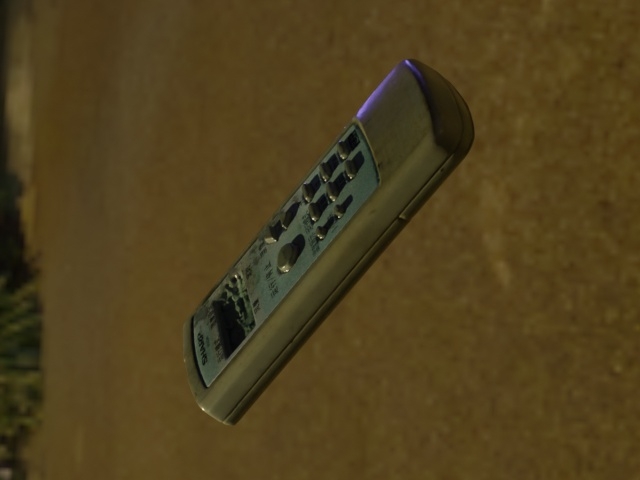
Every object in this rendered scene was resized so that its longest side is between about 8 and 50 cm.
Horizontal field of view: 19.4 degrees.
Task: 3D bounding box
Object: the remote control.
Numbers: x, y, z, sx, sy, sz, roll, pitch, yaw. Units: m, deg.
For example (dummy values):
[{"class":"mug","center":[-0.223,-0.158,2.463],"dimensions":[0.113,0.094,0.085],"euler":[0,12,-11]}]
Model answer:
[{"class":"remote control","center":[0.000,0.000,1.086],"dimensions":[0.233,0.038,0.098],"euler":[-51,26,19]}]
